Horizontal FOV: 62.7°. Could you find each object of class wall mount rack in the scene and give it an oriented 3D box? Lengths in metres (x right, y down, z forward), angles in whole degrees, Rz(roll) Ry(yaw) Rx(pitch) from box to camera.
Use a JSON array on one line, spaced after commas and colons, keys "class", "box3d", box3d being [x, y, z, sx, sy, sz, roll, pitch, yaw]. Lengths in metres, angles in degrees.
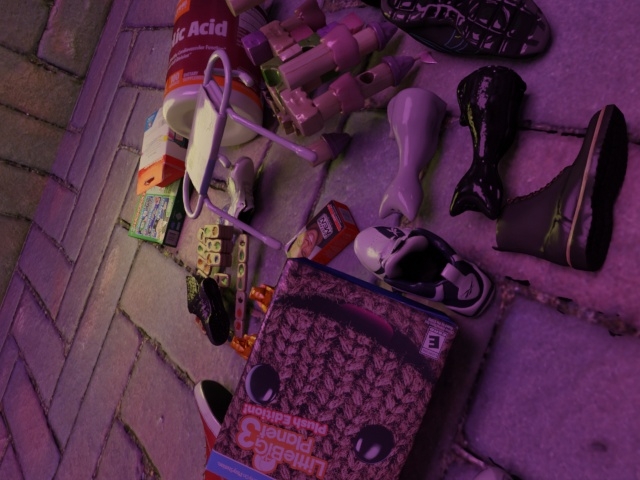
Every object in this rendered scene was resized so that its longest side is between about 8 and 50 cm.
[{"class": "wall mount rack", "box3d": [-0.154, -0.157, 0.987, 0.304, 0.130, 0.350, 57, 138, 37]}]

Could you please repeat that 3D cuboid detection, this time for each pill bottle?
[{"class": "pill bottle", "box3d": [-0.234, -0.443, 1.227, 0.224, 0.224, 0.393, -16, 65, 42]}]

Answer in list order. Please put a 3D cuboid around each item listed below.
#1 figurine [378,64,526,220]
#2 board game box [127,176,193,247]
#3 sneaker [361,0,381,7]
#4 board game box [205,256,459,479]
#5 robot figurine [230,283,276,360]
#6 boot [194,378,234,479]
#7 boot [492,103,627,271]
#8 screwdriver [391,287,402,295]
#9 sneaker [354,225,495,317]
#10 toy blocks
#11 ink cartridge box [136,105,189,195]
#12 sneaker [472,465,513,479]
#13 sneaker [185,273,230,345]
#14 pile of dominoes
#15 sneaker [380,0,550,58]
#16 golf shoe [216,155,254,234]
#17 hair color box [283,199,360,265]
[{"class": "figurine", "box3d": [0.181, -0.126, 0.775, 0.214, 0.092, 0.210, -1, 73, 47]}, {"class": "board game box", "box3d": [-0.422, -0.149, 1.445, 0.213, 0.046, 0.318, 9, 82, 48]}, {"class": "sneaker", "box3d": [0.095, -0.538, 0.909, 0.090, 0.270, 0.145, 16, 89, 15]}, {"class": "board game box", "box3d": [0.018, 0.197, 0.709, 0.231, 0.141, 0.291, 21, 91, 8]}, {"class": "robot figurine", "box3d": [-0.033, 0.189, 0.888, 0.291, 0.085, 0.211, 22, 93, 48]}, {"class": "boot", "box3d": [-0.204, 0.399, 0.990, 0.176, 0.088, 0.244, -57, 48, 17]}, {"class": "boot", "box3d": [0.293, -0.069, 0.661, 0.137, 0.076, 0.198, 11, 82, 52]}, {"class": "screwdriver", "box3d": [0.119, 0.111, 0.801, 0.024, 0.025, 0.170, -17, 59, 41]}, {"class": "sneaker", "box3d": [0.114, 0.018, 0.730, 0.235, 0.153, 0.094, 37, 91, 41]}, {"class": "toy blocks", "box3d": [0.024, -0.336, 0.967, 0.260, 0.309, 0.289, -30, 62, -5]}, {"class": "ink cartridge box", "box3d": [-0.398, -0.227, 1.358, 0.134, 0.078, 0.231, -17, 64, 41]}, {"class": "sneaker", "box3d": [0.126, 0.393, 0.626, 0.152, 0.114, 0.305, 29, 97, 46]}, {"class": "sneaker", "box3d": [-0.241, 0.143, 1.099, 0.089, 0.051, 0.170, -31, 68, 45]}, {"class": "pile of dominoes", "box3d": [-0.229, 0.093, 1.124, 0.195, 0.040, 0.252, 1, 88, 46]}, {"class": "sneaker", "box3d": [0.226, -0.339, 0.814, 0.267, 0.106, 0.101, 30, 96, 26]}, {"class": "golf shoe", "box3d": [-0.165, -0.095, 1.153, 0.086, 0.069, 0.176, 18, 98, 42]}, {"class": "hair color box", "box3d": [0.000, 0.000, 0.955, 0.141, 0.043, 0.072, -44, 49, 26]}]
